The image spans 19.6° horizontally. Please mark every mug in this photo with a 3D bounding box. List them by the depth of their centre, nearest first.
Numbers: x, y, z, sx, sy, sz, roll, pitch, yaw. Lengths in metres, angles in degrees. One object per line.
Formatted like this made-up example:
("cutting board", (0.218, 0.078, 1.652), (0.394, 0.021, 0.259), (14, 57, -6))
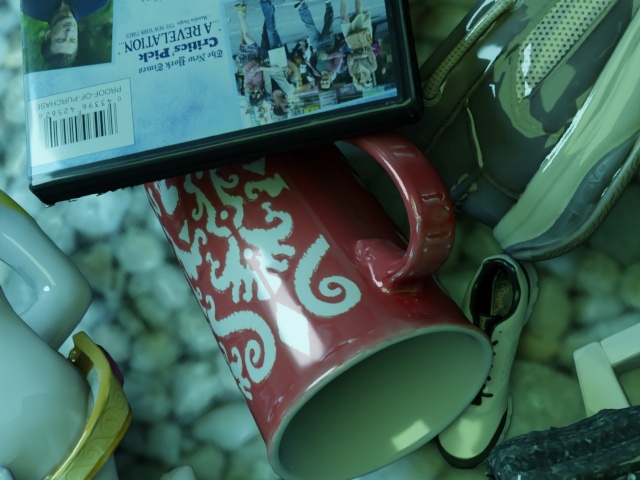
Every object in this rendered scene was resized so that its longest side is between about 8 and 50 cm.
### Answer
("mug", (0.004, 0.004, 0.870), (0.150, 0.113, 0.169), (-43, 56, 17))

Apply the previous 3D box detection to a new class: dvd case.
("dvd case", (-0.055, -0.150, 0.859), (0.180, 0.022, 0.253), (-11, 66, 11))

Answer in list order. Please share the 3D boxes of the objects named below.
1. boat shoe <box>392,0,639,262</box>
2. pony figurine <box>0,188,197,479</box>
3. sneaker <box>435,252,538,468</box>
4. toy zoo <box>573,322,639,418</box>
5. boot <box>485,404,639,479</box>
("boat shoe", (0.143, -0.166, 0.857), (0.130, 0.132, 0.355), (29, 86, 0))
("pony figurine", (-0.192, 0.118, 0.826), (0.351, 0.303, 0.363), (-34, 86, -28))
("sneaker", (0.075, 0.055, 0.887), (0.040, 0.044, 0.109), (11, 83, 15))
("toy zoo", (0.246, 0.096, 0.838), (0.293, 0.030, 0.192), (-26, 73, 9))
("boot", (0.184, 0.043, 0.780), (0.260, 0.131, 0.348), (-20, 74, 10))
